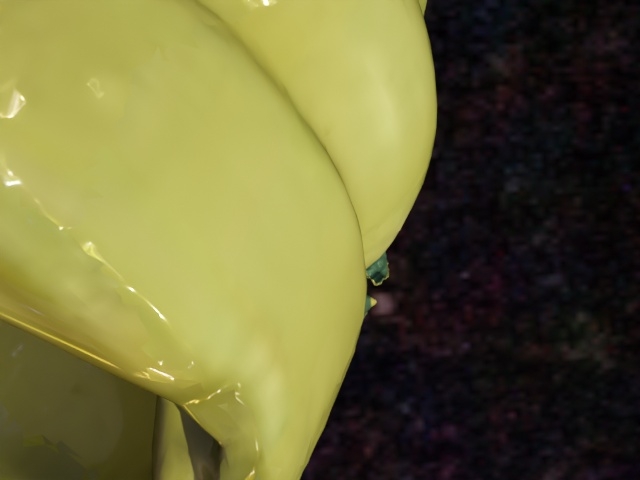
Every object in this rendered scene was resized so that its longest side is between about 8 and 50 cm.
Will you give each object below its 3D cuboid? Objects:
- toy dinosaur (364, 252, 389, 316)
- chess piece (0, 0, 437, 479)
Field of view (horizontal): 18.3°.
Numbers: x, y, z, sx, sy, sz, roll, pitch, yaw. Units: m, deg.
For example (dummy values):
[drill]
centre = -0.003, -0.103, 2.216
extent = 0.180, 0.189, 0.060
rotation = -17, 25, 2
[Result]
[toy dinosaur]
centre = 0.000, 0.000, 0.769
extent = 0.047, 0.030, 0.083
rotation = -14, 78, 47
[chess piece]
centre = -0.019, -0.123, 0.575
extent = 0.234, 0.234, 0.442
rotation = -32, 24, 50
